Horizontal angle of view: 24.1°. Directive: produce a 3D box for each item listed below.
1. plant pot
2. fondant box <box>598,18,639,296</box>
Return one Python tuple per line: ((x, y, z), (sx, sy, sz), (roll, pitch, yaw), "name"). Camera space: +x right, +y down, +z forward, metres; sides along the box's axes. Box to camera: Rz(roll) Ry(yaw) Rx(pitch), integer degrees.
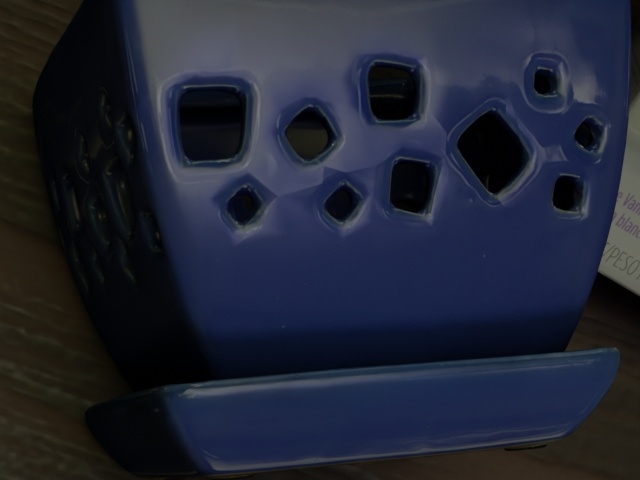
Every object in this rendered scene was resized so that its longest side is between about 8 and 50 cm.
((0.000, 0.000, 0.703), (0.236, 0.236, 0.212), (-2, 82, -18), "plant pot")
((0.300, -0.087, 0.781), (0.238, 0.096, 0.330), (30, 113, -7), "fondant box")
